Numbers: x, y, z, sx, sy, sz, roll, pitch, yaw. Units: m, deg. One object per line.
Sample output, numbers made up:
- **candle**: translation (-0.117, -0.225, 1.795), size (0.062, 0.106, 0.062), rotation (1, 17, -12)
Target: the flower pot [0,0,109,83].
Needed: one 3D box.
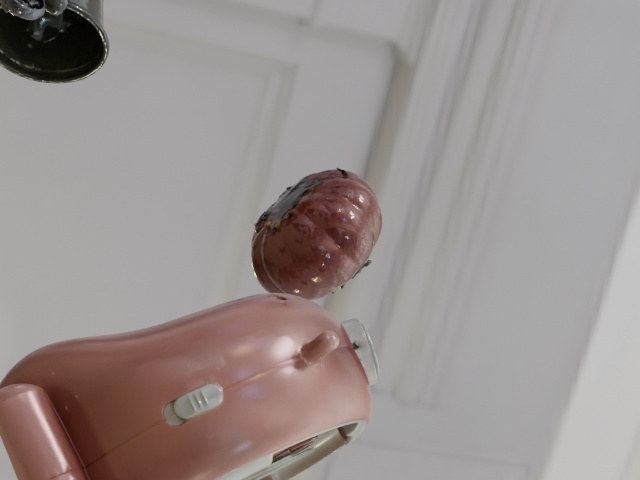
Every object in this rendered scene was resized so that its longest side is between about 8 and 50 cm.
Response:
- **flower pot**: translation (-0.331, -0.281, 2.018), size (0.157, 0.157, 0.107), rotation (130, -27, -49)

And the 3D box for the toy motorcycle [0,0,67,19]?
- **toy motorcycle**: translation (-0.335, -0.299, 1.662), size (0.061, 0.193, 0.124), rotation (-46, 179, 28)

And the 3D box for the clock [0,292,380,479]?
- **clock**: translation (-0.080, 0.108, 1.075), size (0.227, 0.241, 0.142), rotation (87, -21, -76)

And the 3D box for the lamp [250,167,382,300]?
- **lamp**: translation (0.000, 0.000, 1.998), size (0.182, 0.140, 0.182), rotation (-40, -164, 13)
